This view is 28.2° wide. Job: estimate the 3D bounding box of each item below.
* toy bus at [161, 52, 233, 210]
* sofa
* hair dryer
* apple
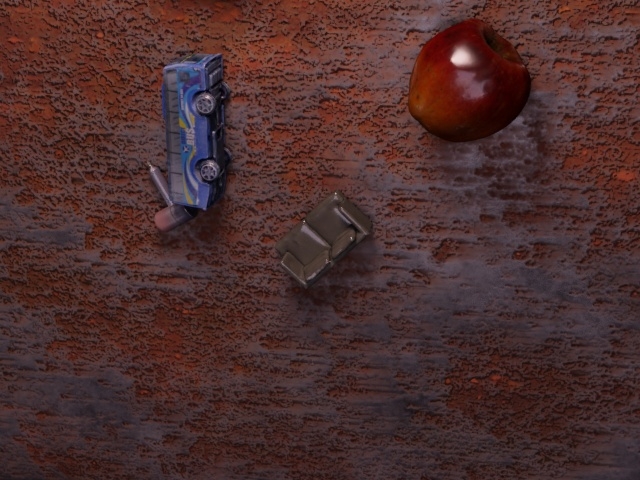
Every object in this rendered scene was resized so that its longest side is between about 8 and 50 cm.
[{"bbox_3d":[-0.190,-0.166,1.937,0.094,0.079,0.237,5,115,13],"label":"toy bus"},{"bbox_3d":[0.000,0.000,1.979,0.085,0.060,0.147,45,116,-8],"label":"sofa"},{"bbox_3d":[-0.249,-0.074,2.021,0.063,0.037,0.114,-26,98,23],"label":"hair dryer"},{"bbox_3d":[0.204,-0.215,1.792,0.156,0.147,0.158,30,120,-25],"label":"apple"}]
